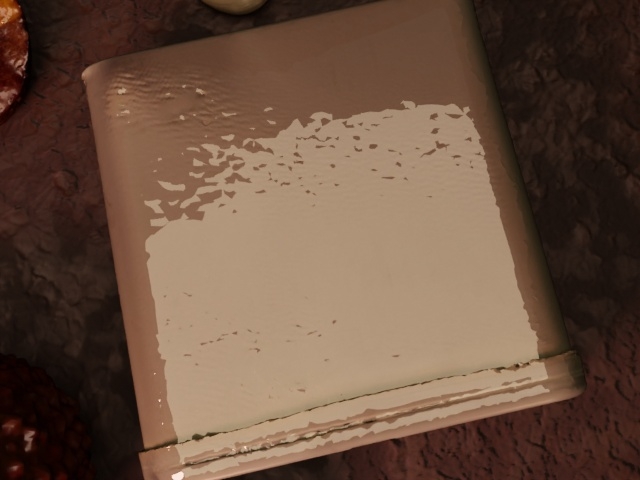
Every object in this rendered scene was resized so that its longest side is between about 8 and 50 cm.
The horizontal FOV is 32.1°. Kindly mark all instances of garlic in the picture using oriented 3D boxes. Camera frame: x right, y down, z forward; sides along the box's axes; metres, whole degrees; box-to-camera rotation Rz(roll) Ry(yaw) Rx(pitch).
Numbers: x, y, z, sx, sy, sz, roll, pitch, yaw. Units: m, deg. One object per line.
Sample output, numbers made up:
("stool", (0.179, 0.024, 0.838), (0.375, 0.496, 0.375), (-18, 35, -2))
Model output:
("garlic", (-0.075, -0.235, 1.024), (0.083, 0.041, 0.053), (-15, 79, 4))

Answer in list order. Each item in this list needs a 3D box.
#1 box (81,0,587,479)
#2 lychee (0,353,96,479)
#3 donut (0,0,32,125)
("box", (0.000, 0.000, 0.934), (0.351, 0.177, 0.344), (-13, 81, -2))
("lychee", (-0.320, 0.200, 0.854), (0.300, 0.264, 0.264), (-24, 84, -16))
("donut", (-0.335, -0.169, 0.992), (0.166, 0.073, 0.184), (-32, 84, -4))
